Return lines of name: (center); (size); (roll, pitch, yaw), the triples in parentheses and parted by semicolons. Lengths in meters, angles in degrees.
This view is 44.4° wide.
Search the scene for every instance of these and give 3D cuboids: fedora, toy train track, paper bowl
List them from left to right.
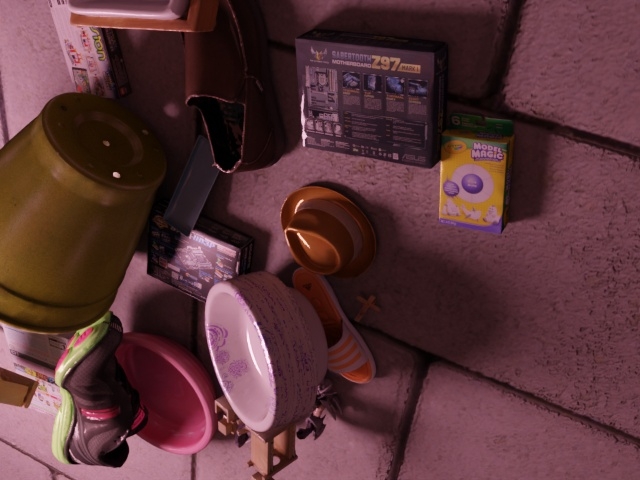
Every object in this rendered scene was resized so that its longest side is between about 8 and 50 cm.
paper bowl: (-0.092, 0.196, 1.451); (0.284, 0.148, 0.284); (31, 128, 50)
fedora: (0.000, 0.000, 1.379); (0.194, 0.079, 0.194); (15, 125, 23)
toy train track: (0.084, 0.123, 1.450); (0.048, 0.014, 0.083); (31, 136, 2)

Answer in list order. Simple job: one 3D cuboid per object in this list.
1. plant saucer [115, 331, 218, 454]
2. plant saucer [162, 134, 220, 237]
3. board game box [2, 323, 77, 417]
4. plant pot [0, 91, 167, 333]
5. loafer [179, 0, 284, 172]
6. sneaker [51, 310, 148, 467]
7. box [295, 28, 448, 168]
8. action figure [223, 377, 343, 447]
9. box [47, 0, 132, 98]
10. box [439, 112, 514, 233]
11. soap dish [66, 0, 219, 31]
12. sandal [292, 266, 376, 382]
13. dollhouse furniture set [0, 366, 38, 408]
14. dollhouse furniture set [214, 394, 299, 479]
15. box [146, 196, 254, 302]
plant saucer: (-0.367, 0.342, 1.815); (0.332, 0.084, 0.332); (15, 124, 23)
plant saucer: (-0.233, -0.101, 1.465); (0.067, 0.018, 0.192); (34, 115, 13)
board game box: (-0.657, 0.314, 1.965); (0.224, 0.097, 0.303); (15, 124, 24)
plant pot: (-0.472, -0.076, 1.468); (0.366, 0.366, 0.353); (43, 121, 0)
loafer: (-0.156, -0.271, 1.269); (0.133, 0.130, 0.366); (-4, 116, 33)
sneaker: (-0.469, 0.333, 1.730); (0.202, 0.185, 0.483); (17, 131, -1)
box: (0.077, -0.220, 1.207); (0.232, 0.059, 0.183); (12, 124, 26)
action figure: (-0.076, 0.339, 1.629); (0.285, 0.099, 0.185); (-27, 98, 36)
box: (-0.424, -0.363, 1.437); (0.114, 0.036, 0.207); (7, 122, 28)
box: (0.238, -0.103, 1.196); (0.105, 0.043, 0.179); (11, 122, 25)
soap dish: (-0.239, -0.445, 1.149); (0.229, 0.118, 0.291); (10, 89, 25)
sandal: (0.007, 0.177, 1.488); (0.102, 0.076, 0.265); (-19, 108, 38)
dollhouse furniture set: (-0.736, 0.157, 1.798); (0.362, 0.394, 0.256); (14, 166, 23)
dollhouse furniture set: (-0.129, 0.408, 1.603); (0.161, 0.101, 0.182); (29, 129, 36)
box: (-0.245, 0.033, 1.566); (0.220, 0.051, 0.175); (23, 128, 17)
